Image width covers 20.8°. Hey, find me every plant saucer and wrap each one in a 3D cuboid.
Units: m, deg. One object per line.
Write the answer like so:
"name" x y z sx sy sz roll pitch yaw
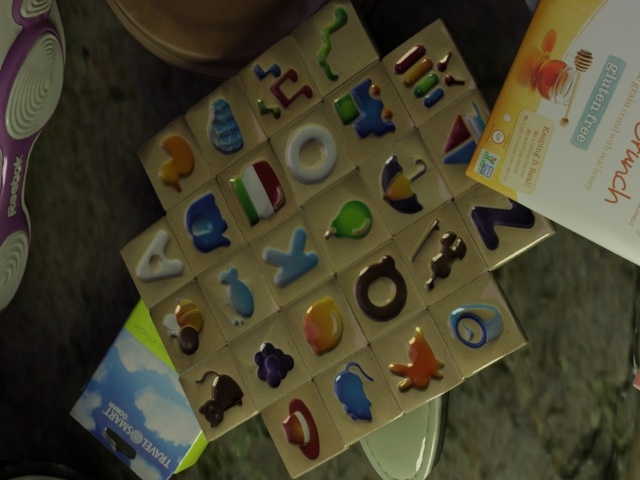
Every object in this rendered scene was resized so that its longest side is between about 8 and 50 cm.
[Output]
"plant saucer" -0.070 -0.258 1.330 0.278 0.041 0.278 3 97 24

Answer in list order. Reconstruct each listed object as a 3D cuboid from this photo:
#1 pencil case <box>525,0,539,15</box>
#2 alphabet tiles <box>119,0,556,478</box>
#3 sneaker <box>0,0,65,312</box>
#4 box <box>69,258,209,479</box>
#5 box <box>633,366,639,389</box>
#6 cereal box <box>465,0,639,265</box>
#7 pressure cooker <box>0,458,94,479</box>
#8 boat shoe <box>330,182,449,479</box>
"pencil case" 0.269 -0.177 1.145 0.273 0.113 0.124 17 80 22
"alphabet tiles" 0.000 0.000 1.278 0.342 0.011 0.285 -34 77 31
"sneaker" -0.300 -0.087 1.416 0.152 0.114 0.305 20 105 20
"box" -0.114 0.100 1.397 0.109 0.042 0.178 39 111 16
"box" 0.310 0.046 1.168 0.130 0.091 0.170 28 107 19
"cereal box" 0.232 -0.065 1.099 0.240 0.047 0.173 28 113 16
"pressure cooker" -0.287 0.359 1.336 0.420 0.370 0.375 -21 72 25
"boat shoe" 0.064 0.067 1.296 0.081 0.069 0.227 -4 95 34
